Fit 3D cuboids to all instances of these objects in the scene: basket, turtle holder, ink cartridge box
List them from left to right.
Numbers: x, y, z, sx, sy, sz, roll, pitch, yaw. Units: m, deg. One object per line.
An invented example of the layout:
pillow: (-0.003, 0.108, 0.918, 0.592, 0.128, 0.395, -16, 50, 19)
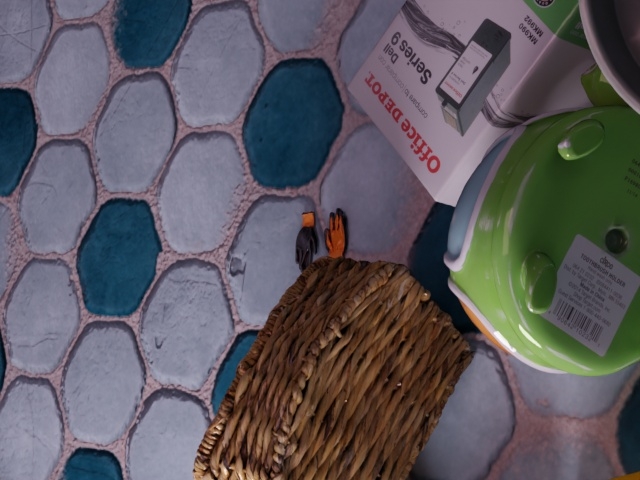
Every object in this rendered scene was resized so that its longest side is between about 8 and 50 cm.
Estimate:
basket: (-0.025, 0.162, 2.004, 0.223, 0.213, 0.299, 7, 59, 46)
ink cartridge box: (0.188, -0.198, 2.001, 0.289, 0.122, 0.211, -55, 47, 23)
turtle holder: (0.238, -0.033, 1.832, 0.227, 0.243, 0.320, 2, 91, 63)

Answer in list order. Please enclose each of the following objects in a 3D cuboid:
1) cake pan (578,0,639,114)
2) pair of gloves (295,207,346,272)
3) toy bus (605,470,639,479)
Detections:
cake pan: (0.372, -0.225, 1.645, 0.293, 0.054, 0.293, 2, 96, 21)
pair of gloves: (0.000, 0.000, 2.231, 0.083, 0.010, 0.074, -7, 76, 46)
toy bus: (0.340, 0.274, 1.749, 0.333, 0.108, 0.130, -23, 63, 41)
